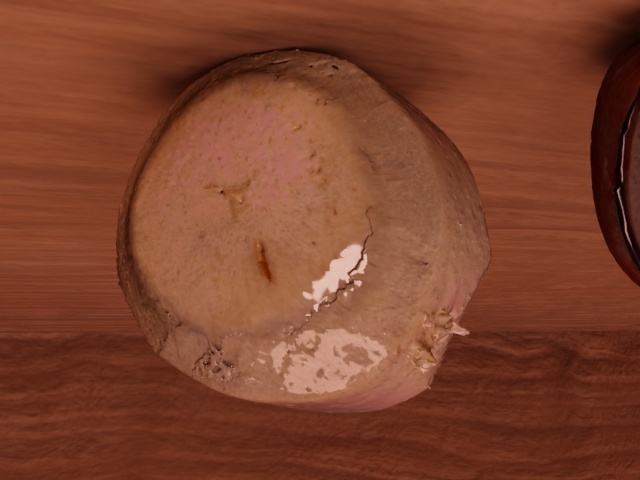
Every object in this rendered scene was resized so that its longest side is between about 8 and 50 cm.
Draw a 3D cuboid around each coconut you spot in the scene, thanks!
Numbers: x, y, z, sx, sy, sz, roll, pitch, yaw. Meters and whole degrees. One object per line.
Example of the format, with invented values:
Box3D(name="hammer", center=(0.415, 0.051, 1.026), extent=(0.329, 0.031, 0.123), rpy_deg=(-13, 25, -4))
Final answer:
Box3D(name="coconut", center=(0.000, 0.000, 0.713), extent=(0.224, 0.224, 0.234), rpy_deg=(-8, 163, 27))

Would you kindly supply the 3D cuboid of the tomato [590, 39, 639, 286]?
Box3D(name="tomato", center=(0.257, -0.050, 0.692), extent=(0.214, 0.181, 0.155), rpy_deg=(5, -172, -4))
